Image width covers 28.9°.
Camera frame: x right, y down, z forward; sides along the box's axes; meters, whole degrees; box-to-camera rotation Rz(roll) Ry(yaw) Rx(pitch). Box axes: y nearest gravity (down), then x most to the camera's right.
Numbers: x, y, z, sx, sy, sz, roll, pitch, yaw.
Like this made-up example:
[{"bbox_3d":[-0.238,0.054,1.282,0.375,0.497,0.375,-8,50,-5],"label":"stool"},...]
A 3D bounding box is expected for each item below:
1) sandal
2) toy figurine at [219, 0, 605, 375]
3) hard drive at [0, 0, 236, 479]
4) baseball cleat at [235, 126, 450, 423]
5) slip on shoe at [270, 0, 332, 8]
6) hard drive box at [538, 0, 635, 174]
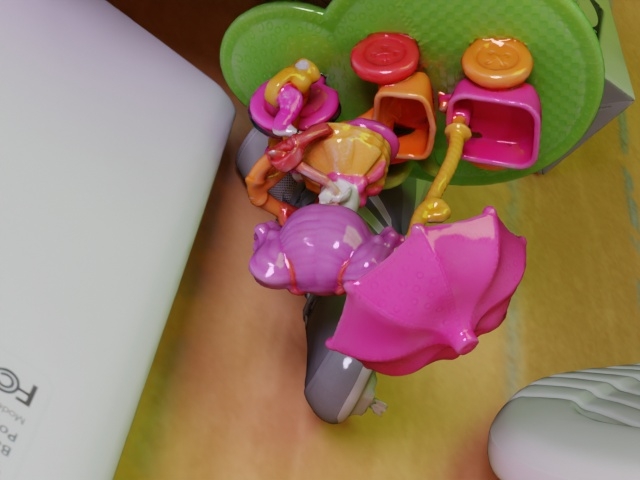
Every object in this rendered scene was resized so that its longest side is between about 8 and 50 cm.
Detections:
[{"bbox_3d":[0.243,0.125,0.684,0.416,0.169,0.102,-3,99,-49],"label":"sandal"},{"bbox_3d":[0.023,-0.021,0.503,0.173,0.130,0.159,6,47,11],"label":"toy figurine"},{"bbox_3d":[-0.155,-0.022,0.413,0.233,0.047,0.353,36,29,-16],"label":"hard drive"},{"bbox_3d":[0.000,0.000,0.596,0.109,0.072,0.206,26,36,-4],"label":"baseball cleat"},{"bbox_3d":[-0.024,-0.176,0.746,0.051,0.041,0.135,-13,67,-52],"label":"slip on shoe"},{"bbox_3d":[0.106,-0.186,0.854,0.181,0.089,0.232,28,39,-27],"label":"hard drive box"}]
